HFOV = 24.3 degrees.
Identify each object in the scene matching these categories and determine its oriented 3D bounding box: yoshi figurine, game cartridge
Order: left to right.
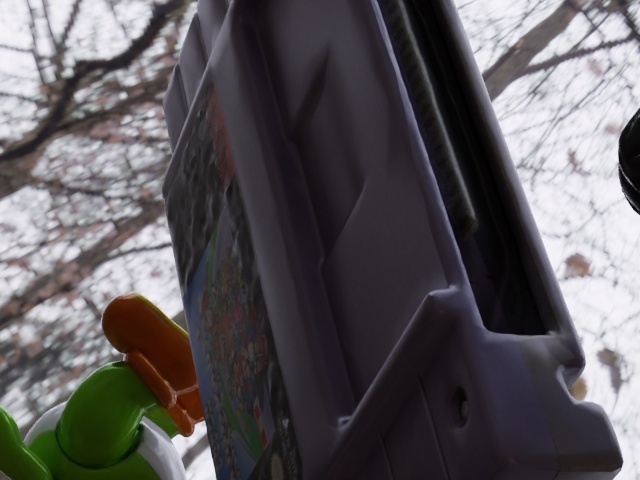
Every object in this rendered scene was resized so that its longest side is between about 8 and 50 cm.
[{"bbox_3d":[-0.253,0.207,1.228,0.203,0.203,0.362,46,-108,-22],"label":"yoshi figurine"},{"bbox_3d":[0.000,0.000,0.628,0.068,0.355,0.230,5,-41,-25],"label":"game cartridge"}]

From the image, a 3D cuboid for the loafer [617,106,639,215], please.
[{"bbox_3d":[0.164,-0.038,0.486,0.062,0.170,0.061,55,-26,29],"label":"loafer"}]
